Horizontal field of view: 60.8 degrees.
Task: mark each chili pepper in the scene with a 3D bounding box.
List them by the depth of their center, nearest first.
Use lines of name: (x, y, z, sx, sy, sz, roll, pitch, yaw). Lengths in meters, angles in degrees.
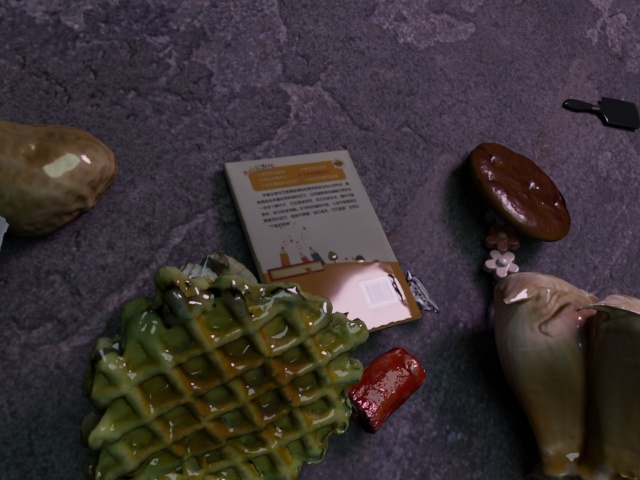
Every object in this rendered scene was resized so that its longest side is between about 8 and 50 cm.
chili pepper: (0.090, 0.201, 0.749, 0.123, 0.073, 0.071, -34, 129, -25)

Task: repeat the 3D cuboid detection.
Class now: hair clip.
hair clip: (0.300, 0.008, 0.902, 0.062, 0.056, 0.214, 1, 69, 14)

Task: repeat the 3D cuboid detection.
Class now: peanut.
peanut: (-0.372, -0.073, 0.637, 0.253, 0.122, 0.137, 2, 82, -18)

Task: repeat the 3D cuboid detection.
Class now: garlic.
garlic: (0.371, 0.188, 0.749, 0.249, 0.286, 0.313, -10, 92, -16)

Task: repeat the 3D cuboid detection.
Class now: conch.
conch: (-0.138, 0.083, 0.684, 0.153, 0.102, 0.135, 56, 43, -33)

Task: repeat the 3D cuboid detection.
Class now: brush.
brush: (0.577, -0.268, 1.120, 0.193, 0.016, 0.063, 6, 70, -19)

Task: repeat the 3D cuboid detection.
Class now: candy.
candy: (0.067, 0.088, 0.788, 0.226, 0.051, 0.094, -1, 70, -21)

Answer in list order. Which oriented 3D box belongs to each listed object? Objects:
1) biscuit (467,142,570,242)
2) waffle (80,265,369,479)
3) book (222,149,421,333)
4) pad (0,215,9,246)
biscuit: (0.336, -0.086, 0.917, 0.212, 0.036, 0.212, 19, 44, -19)
waffle: (-0.102, 0.171, 0.620, 0.316, 0.073, 0.298, 16, 105, -26)
book: (0.000, 0.000, 0.775, 0.207, 0.020, 0.296, -10, 65, -25)
pad: (-0.464, -0.011, 0.585, 0.231, 0.004, 0.157, 28, 109, -10)
